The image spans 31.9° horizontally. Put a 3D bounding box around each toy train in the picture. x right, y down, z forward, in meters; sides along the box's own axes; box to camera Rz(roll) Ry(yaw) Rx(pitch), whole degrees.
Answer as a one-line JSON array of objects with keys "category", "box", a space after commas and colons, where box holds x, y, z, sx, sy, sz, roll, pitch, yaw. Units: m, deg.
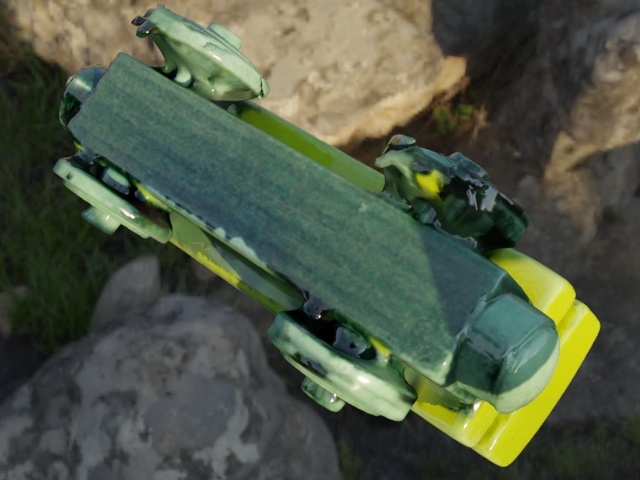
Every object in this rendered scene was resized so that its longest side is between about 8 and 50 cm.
[{"category": "toy train", "box": [0.000, 0.000, 0.827, 0.442, 0.272, 0.179, 33, 87, 31]}]
